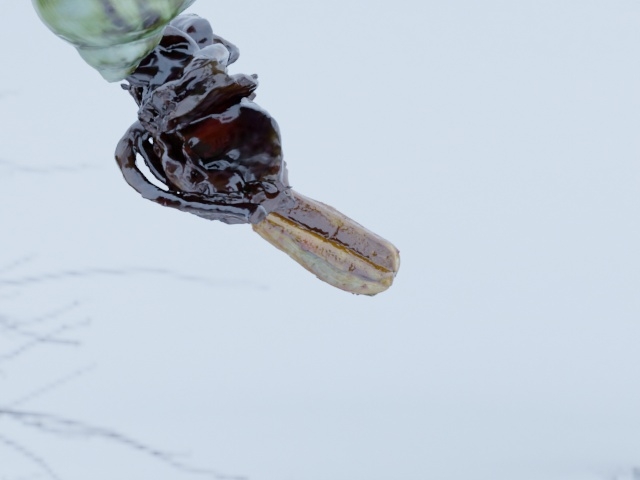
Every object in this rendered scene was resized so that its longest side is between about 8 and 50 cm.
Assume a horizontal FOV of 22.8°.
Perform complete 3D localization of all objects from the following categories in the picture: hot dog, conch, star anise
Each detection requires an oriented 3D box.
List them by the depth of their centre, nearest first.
[{"bbox_3d":[-0.157,-0.197,0.999,0.187,0.182,0.124,-15,169,-32],"label":"conch"},{"bbox_3d":[-0.101,-0.096,1.187,0.125,0.190,0.220,-20,-177,0],"label":"star anise"},{"bbox_3d":[-0.001,0.001,1.335,0.144,0.062,0.038,27,150,-3],"label":"hot dog"}]
